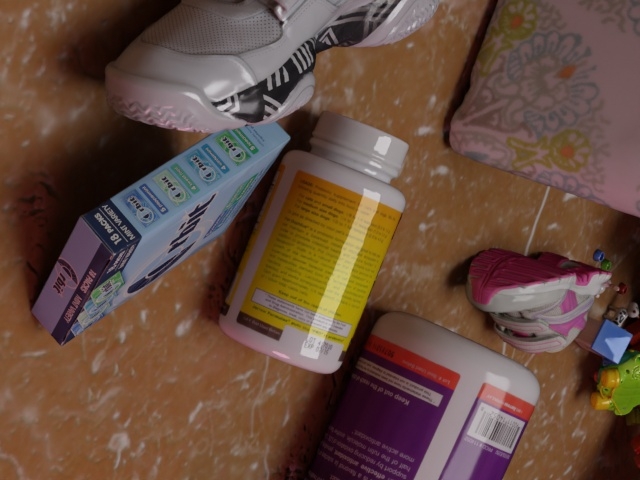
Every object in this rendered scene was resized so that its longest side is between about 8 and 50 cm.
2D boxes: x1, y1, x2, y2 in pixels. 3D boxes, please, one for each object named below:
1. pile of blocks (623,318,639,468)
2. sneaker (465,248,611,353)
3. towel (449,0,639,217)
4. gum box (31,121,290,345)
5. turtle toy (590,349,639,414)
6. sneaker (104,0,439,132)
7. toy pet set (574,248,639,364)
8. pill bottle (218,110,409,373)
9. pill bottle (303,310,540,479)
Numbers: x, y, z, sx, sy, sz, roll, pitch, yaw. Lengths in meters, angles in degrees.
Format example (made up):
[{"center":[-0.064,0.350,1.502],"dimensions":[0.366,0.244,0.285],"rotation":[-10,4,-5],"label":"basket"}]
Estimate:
[{"center":[0.458,0.170,2.049],"dimensions":[0.113,0.149,0.362],"rotation":[-2,105,-7],"label":"pile of blocks"},{"center":[0.242,0.076,1.692],"dimensions":[0.252,0.103,0.111],"rotation":[4,103,-53],"label":"sneaker"},{"center":[0.330,-0.213,1.466],"dimensions":[0.090,0.320,0.374],"rotation":[19,92,-59],"label":"towel"},{"center":[-0.123,-0.012,1.150],"dimensions":[0.184,0.041,0.157],"rotation":[-37,172,-35],"label":"gum box"},{"center":[0.395,0.185,1.967],"dimensions":[0.095,0.066,0.130],"rotation":[-1,140,-12],"label":"turtle toy"},{"center":[-0.034,-0.228,1.146],"dimensions":[0.366,0.137,0.210],"rotation":[-34,132,-44],"label":"sneaker"},{"center":[0.370,0.092,1.899],"dimensions":[0.114,0.065,0.122],"rotation":[-61,144,-9],"label":"toy pet set"},{"center":[0.000,0.000,1.321],"dimensions":[0.117,0.117,0.215],"rotation":[21,92,-55],"label":"pill bottle"},{"center":[0.079,0.244,1.502],"dimensions":[0.181,0.181,0.323],"rotation":[29,85,-55],"label":"pill bottle"}]
